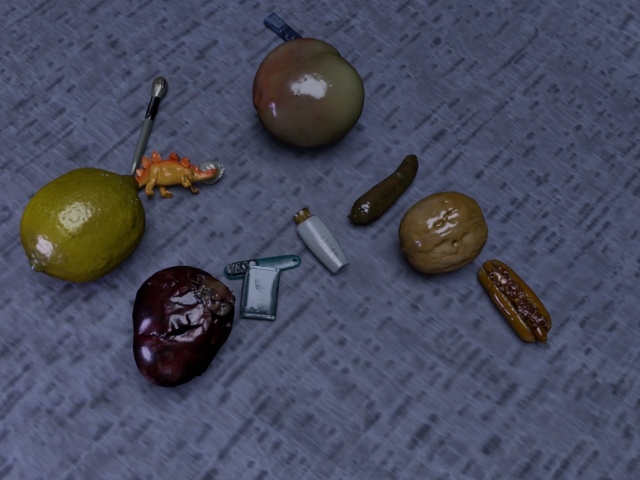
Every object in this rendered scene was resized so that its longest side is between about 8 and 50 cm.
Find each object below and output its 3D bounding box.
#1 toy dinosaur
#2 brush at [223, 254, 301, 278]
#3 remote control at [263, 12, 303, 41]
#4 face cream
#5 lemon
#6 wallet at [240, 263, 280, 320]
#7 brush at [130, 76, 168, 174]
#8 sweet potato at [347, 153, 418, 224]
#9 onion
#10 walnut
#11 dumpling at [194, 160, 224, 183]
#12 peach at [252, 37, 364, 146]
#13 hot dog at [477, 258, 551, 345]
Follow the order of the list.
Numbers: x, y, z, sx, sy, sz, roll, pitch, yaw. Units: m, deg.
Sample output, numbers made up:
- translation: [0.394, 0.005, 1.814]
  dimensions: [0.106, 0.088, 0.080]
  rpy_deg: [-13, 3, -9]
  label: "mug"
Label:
- translation: [-0.400, -0.168, 1.880]
  dimensions: [0.288, 0.070, 0.117]
  rpy_deg: [-8, 76, 0]
  label: "toy dinosaur"
- translation: [-0.141, 0.059, 1.831]
  dimensions: [0.193, 0.032, 0.043]
  rpy_deg: [-10, 67, -9]
  label: "brush"
- translation: [-0.095, -0.593, 2.129]
  dimensions: [0.152, 0.027, 0.043]
  rpy_deg: [42, 72, 14]
  label: "remote control"
- translation: [0.000, 0.000, 1.863]
  dimensions: [0.072, 0.051, 0.182]
  rpy_deg: [-33, 75, -18]
  label: "face cream"
- translation: [-0.535, -0.040, 1.714]
  dimensions: [0.245, 0.245, 0.320]
  rpy_deg: [39, 61, 11]
  label: "lemon"
- translation: [-0.145, 0.125, 1.793]
  dimensions: [0.088, 0.026, 0.129]
  rpy_deg: [6, 83, -4]
  label: "wallet"
- translation: [-0.449, -0.303, 1.953]
  dimensions: [0.042, 0.039, 0.299]
  rpy_deg: [11, 66, -3]
  label: "brush"
- translation: [0.177, -0.132, 1.934]
  dimensions: [0.075, 0.075, 0.273]
  rpy_deg: [41, 66, 11]
  label: "sweet potato"
- translation: [-0.313, 0.188, 1.652]
  dimensions: [0.221, 0.281, 0.281]
  rpy_deg: [37, 59, -35]
  label: "onion"
- translation: [0.297, -0.018, 1.837]
  dimensions: [0.222, 0.195, 0.195]
  rpy_deg: [-25, 71, -9]
  label: "walnut"
- translation: [-0.285, -0.174, 1.914]
  dimensions: [0.077, 0.043, 0.059]
  rpy_deg: [1, 88, -10]
  label: "dumpling"
- translation: [-0.035, -0.380, 1.919]
  dimensions: [0.292, 0.247, 0.292]
  rpy_deg: [14, 59, -25]
  label: "peach"
- translation: [0.486, 0.148, 1.842]
  dimensions: [0.102, 0.076, 0.249]
  rpy_deg: [-26, 71, -20]
  label: "hot dog"
